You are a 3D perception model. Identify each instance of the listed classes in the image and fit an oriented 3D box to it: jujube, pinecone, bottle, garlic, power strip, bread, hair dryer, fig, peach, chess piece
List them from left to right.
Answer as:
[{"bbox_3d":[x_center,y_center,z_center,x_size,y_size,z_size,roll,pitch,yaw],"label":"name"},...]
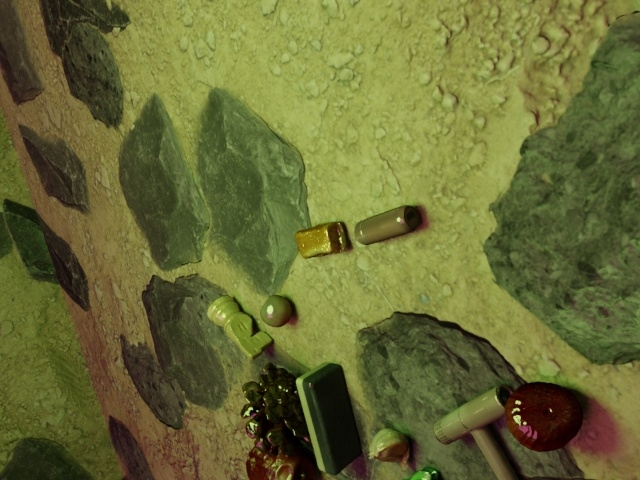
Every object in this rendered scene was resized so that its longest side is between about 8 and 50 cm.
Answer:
[{"bbox_3d":[-0.221,0.244,1.572,0.200,0.090,0.090,40,132,30],"label":"chess piece"},{"bbox_3d":[-0.110,0.178,1.431,0.083,0.083,0.083,22,121,41],"label":"peach"},{"bbox_3d":[-0.105,0.437,1.440,0.229,0.202,0.201,47,141,6],"label":"pinecone"},{"bbox_3d":[-0.115,0.637,1.586,0.230,0.155,0.155,-6,102,57],"label":"jujube"},{"bbox_3d":[0.000,0.000,1.254,0.132,0.053,0.074,-16,90,50],"label":"bread"},{"bbox_3d":[0.021,0.431,1.373,0.070,0.105,0.257,-5,102,49],"label":"power strip"},{"bbox_3d":[0.126,-0.028,1.102,0.140,0.053,0.053,-19,92,49],"label":"bottle"},{"bbox_3d":[0.150,0.460,1.268,0.074,0.094,0.113,-93,11,-50],"label":"garlic"},{"bbox_3d":[0.336,0.395,1.053,0.220,0.053,0.195,53,137,16],"label":"hair dryer"},{"bbox_3d":[0.360,0.309,0.942,0.119,0.119,0.153,29,128,37],"label":"fig"}]

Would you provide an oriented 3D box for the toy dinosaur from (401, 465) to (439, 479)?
[{"bbox_3d":[0.379,0.572,1.059,0.500,0.143,0.375,-44,61,44],"label":"toy dinosaur"}]
